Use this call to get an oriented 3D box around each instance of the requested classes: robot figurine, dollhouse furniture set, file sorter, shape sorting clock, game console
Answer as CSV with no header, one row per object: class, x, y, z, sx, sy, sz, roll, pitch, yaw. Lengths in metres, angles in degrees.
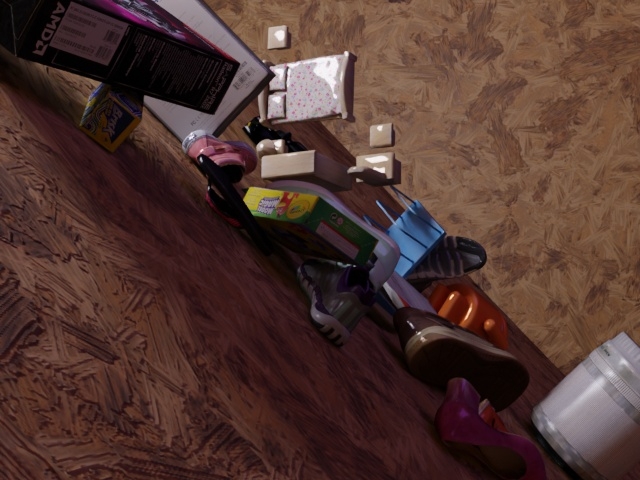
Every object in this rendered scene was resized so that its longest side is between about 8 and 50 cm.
robot figurine,0.298,0.170,2.115,0.219,0.158,0.128,37,45,-42
dollhouse furniture set,-0.006,-0.283,2.039,0.174,0.303,0.356,16,73,-61
file sorter,0.132,-0.004,2.024,0.104,0.170,0.118,32,15,-40
shape sorting clock,0.076,0.075,1.821,0.206,0.040,0.206,54,6,-9
game console,-0.071,-0.198,2.387,0.213,0.044,0.361,46,10,-3

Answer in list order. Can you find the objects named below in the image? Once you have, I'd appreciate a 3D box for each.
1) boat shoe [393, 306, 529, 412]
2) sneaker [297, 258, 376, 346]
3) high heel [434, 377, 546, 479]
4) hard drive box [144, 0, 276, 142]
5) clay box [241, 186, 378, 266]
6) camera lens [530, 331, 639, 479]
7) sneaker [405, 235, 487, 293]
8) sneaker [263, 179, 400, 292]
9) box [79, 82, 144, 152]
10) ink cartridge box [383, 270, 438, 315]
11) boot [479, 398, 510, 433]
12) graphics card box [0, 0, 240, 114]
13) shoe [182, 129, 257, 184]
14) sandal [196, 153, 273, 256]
boat shoe,0.235,0.195,1.768,0.342,0.123,0.123,27,21,-45
sneaker,0.032,0.066,1.487,0.083,0.098,0.224,41,10,-23
high heel,0.247,0.313,1.495,0.244,0.082,0.117,54,33,-24
hard drive box,-0.218,-0.285,1.683,0.232,0.181,0.089,46,9,-1
clay box,-0.030,-0.022,1.540,0.127,0.053,0.222,35,-14,-31
camera lens,0.581,0.348,2.103,0.219,0.274,0.219,44,9,-9
sneaker,0.232,0.056,2.122,0.132,0.228,0.086,47,39,-63
sneaker,0.001,0.000,1.676,0.256,0.094,0.151,29,33,2
box,-0.265,-0.170,1.340,0.054,0.059,0.169,40,10,-20
ink cartridge box,0.148,0.115,1.912,0.232,0.066,0.189,37,13,-32
boot,0.266,0.298,1.637,0.085,0.059,0.158,54,11,21
graphics card box,-0.296,-0.280,1.323,0.233,0.094,0.371,39,16,28
shoe,-0.143,-0.117,1.658,0.081,0.063,0.178,51,16,26
sandal,-0.128,-0.043,1.481,0.179,0.040,0.067,57,10,-23
